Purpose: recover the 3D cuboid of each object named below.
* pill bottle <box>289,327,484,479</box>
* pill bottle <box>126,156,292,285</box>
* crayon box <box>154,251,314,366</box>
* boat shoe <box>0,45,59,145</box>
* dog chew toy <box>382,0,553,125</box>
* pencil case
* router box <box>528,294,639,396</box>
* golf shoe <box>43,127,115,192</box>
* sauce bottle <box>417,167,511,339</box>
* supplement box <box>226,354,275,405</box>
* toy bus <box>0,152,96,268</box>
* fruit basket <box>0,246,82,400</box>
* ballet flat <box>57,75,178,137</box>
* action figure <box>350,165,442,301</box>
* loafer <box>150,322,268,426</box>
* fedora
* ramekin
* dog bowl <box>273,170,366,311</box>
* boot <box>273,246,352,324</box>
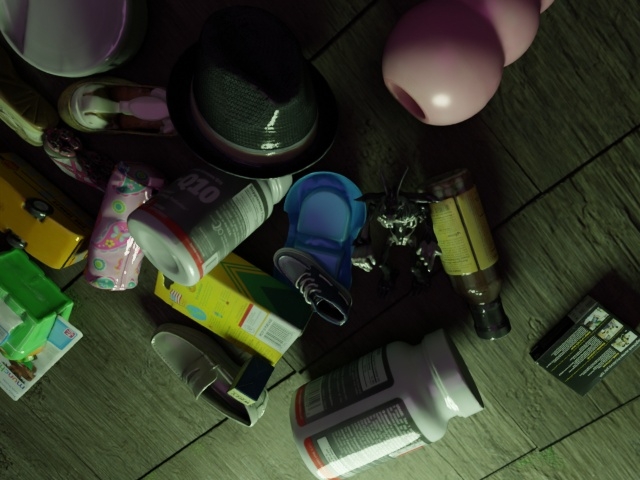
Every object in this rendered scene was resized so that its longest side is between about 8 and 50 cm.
[{"bbox_3d":[0.135,0.342,0.915,0.362,0.210,0.210,-29,99,14],"label":"pill bottle"},{"bbox_3d":[-0.192,-0.065,0.807,0.161,0.283,0.161,28,145,22],"label":"pill bottle"},{"bbox_3d":[-0.191,0.125,0.924,0.318,0.081,0.202,32,138,-2],"label":"crayon box"},{"bbox_3d":[-0.683,-0.325,0.905,0.089,0.104,0.285,-32,101,37],"label":"boat shoe"},{"bbox_3d":[0.262,-0.358,0.730,0.206,0.206,0.332,44,97,-5],"label":"dog chew toy"},{"bbox_3d":[-0.416,-0.030,0.937,0.124,0.124,0.284,27,107,0],"label":"pencil case"},{"bbox_3d":[0.556,0.223,0.913,0.133,0.046,0.179,37,106,-3],"label":"router box"},{"bbox_3d":[-0.516,-0.162,0.954,0.186,0.068,0.086,41,140,-10],"label":"golf shoe"},{"bbox_3d":[0.294,0.034,0.865,0.111,0.111,0.345,-18,101,12],"label":"sauce bottle"},{"bbox_3d":[-0.154,0.308,0.957,0.056,0.083,0.083,35,145,-6],"label":"supplement box"},{"bbox_3d":[-0.655,-0.088,0.949,0.332,0.130,0.108,41,107,-4],"label":"toy bus"},{"bbox_3d":[-0.772,0.199,1.025,0.353,0.165,0.327,-39,97,18],"label":"fruit basket"},{"bbox_3d":[-0.397,-0.268,0.877,0.348,0.123,0.123,6,105,6],"label":"ballet flat"},{"bbox_3d":[0.148,0.003,0.814,0.163,0.141,0.276,-2,132,18],"label":"action figure"},{"bbox_3d":[-0.262,0.310,1.010,0.319,0.111,0.112,35,106,-2],"label":"loafer"},{"bbox_3d":[-0.115,-0.275,0.743,0.333,0.152,0.334,3,67,-6],"label":"fedora"},{"bbox_3d":[-0.464,-0.450,0.832,0.272,0.127,0.273,2,105,7],"label":"ramekin"},{"bbox_3d":[0.000,0.000,0.915,0.165,0.074,0.298,12,105,4],"label":"dog bowl"},{"bbox_3d":[-0.017,0.087,0.856,0.190,0.086,0.069,35,107,-3],"label":"boot"}]
